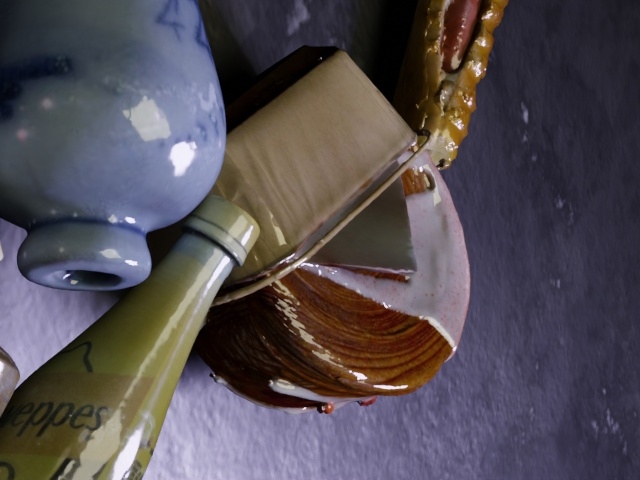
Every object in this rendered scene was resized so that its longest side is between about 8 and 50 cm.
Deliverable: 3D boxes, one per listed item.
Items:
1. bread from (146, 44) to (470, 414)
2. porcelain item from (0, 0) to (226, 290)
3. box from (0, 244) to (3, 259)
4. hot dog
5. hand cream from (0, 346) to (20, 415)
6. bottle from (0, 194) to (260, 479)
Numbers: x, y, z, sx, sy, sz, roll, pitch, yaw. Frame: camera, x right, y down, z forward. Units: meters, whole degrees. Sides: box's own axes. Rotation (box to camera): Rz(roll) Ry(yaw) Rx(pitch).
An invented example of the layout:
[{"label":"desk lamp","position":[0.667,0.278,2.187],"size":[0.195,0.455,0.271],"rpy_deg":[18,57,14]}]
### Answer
[{"label":"bread","position":[0.000,0.000,0.937],"size":[0.212,0.142,0.224],"rpy_deg":[59,43,-11]},{"label":"porcelain item","position":[-0.117,-0.104,0.791],"size":[0.141,0.141,0.259],"rpy_deg":[23,63,-51]},{"label":"box","position":[-0.246,-0.090,0.666],"size":[0.164,0.069,0.256],"rpy_deg":[-26,110,-51]},{"label":"hot dog","position":[0.105,-0.180,1.135],"size":[0.083,0.068,0.288],"rpy_deg":[122,-17,-71]},{"label":"hand cream","position":[-0.216,0.131,0.704],"size":[0.084,0.084,0.203],"rpy_deg":[41,63,-45]},{"label":"bottle","position":[-0.119,0.090,0.783],"size":[0.269,0.083,0.083],"rpy_deg":[-57,134,-17]}]
